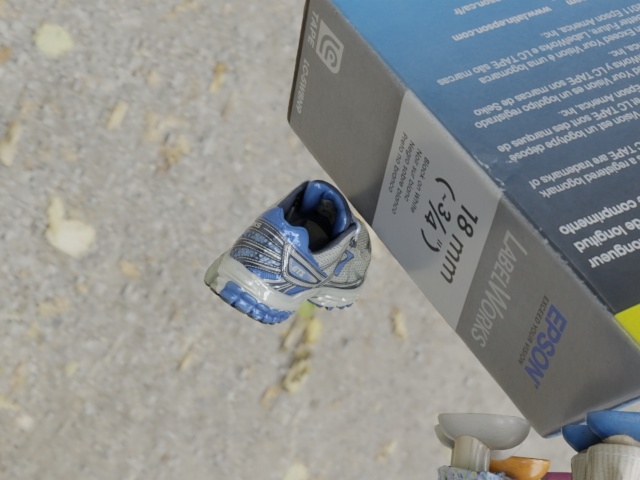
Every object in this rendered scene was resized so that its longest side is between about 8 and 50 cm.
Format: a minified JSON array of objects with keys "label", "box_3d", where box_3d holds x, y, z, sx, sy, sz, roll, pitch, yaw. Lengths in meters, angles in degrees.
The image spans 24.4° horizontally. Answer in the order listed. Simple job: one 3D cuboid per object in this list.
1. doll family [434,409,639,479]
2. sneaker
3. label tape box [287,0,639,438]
[{"label":"doll family","box_3d":[0.065,0.161,0.576,0.263,0.118,0.163,74,22,-73]},{"label":"sneaker","box_3d":[0.000,0.000,0.704,0.058,0.052,0.135,-57,168,20]},{"label":"label tape box","box_3d":[0.172,-0.016,0.698,0.241,0.333,0.106,-19,144,-28]}]
